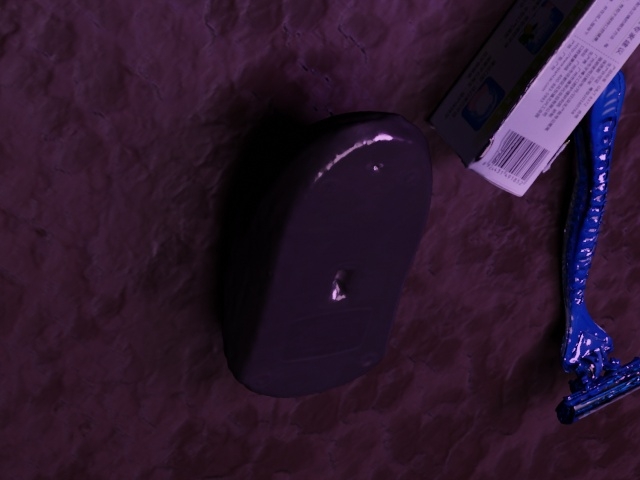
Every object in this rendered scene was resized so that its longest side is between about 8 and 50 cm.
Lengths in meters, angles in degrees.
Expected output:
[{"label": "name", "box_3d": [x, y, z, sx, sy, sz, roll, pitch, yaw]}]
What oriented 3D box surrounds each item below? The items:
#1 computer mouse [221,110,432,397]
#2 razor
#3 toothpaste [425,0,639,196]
[{"label": "computer mouse", "box_3d": [0.000, 0.000, 1.271, 0.138, 0.086, 0.269, -8, 134, -26]}, {"label": "razor", "box_3d": [0.218, -0.002, 1.390, 0.093, 0.056, 0.324, -24, 126, -27]}, {"label": "toothpaste", "box_3d": [0.211, -0.190, 1.240, 0.067, 0.081, 0.336, 26, 109, -35]}]
